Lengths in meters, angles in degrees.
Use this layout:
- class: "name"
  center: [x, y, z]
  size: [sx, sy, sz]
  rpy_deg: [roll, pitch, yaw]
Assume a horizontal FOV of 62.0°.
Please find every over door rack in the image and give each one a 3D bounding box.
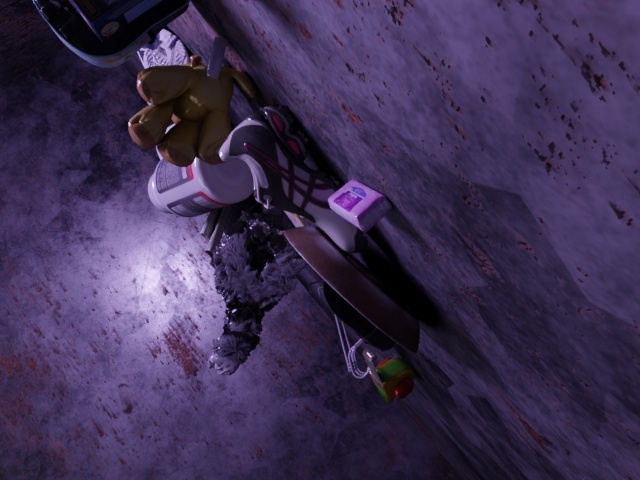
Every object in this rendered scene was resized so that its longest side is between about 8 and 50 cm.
- class: "over door rack"
  center: [0.088, 0.268, 1.689]
  size: [0.324, 0.108, 0.239]
  rpy_deg: [64, -178, 13]

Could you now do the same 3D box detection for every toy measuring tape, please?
- class: "toy measuring tape"
  center: [0.199, 0.360, 1.497]
  size: [0.121, 0.121, 0.330]
  rpy_deg: [45, 166, 39]

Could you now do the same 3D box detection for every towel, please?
- class: "towel"
  center: [-0.226, -0.027, 1.554]
  size: [0.056, 0.324, 0.312]
  rpy_deg: [2, 149, 21]

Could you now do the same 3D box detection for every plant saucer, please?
- class: "plant saucer"
  center: [0.066, 0.071, 0.937]
  size: [0.310, 0.050, 0.310]
  rpy_deg: [41, -176, -3]

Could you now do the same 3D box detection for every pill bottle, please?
- class: "pill bottle"
  center: [-0.308, -0.154, 1.337]
  size: [0.319, 0.176, 0.176]
  rpy_deg: [-11, 122, 48]

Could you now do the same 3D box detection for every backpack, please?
- class: "backpack"
  center: [-0.300, -0.345, 0.755]
  size: [0.166, 0.188, 0.144]
  rpy_deg: [48, 167, -21]

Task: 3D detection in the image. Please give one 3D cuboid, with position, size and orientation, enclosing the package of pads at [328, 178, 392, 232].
- class: "package of pads"
  center: [0.050, -0.046, 0.697]
  size: [0.032, 0.050, 0.083]
  rpy_deg: [57, 170, -34]

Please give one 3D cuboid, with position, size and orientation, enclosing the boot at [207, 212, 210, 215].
- class: "boot"
  center: [-0.281, -0.211, 1.579]
  size: [0.220, 0.109, 0.283]
  rpy_deg: [-58, -45, -59]

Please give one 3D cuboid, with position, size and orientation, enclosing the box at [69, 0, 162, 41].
- class: "box"
  center: [-0.252, -0.361, 0.585]
  size: [0.233, 0.159, 0.044]
  rpy_deg: [52, 172, 0]

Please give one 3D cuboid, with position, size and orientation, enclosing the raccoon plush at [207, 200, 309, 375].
- class: "raccoon plush"
  center: [-0.196, 0.083, 1.387]
  size: [0.216, 0.446, 0.299]
  rpy_deg: [33, -173, -11]

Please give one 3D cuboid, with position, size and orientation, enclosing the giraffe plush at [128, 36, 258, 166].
- class: "giraffe plush"
  center: [-0.218, -0.240, 0.892]
  size: [0.181, 0.210, 0.170]
  rpy_deg: [28, -170, -28]

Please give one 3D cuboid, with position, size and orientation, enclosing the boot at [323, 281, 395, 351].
- class: "boot"
  center: [0.096, 0.211, 1.455]
  size: [0.263, 0.091, 0.229]
  rpy_deg: [49, 171, 4]

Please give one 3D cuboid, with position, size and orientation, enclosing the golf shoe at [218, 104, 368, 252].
- class: "golf shoe"
  center: [-0.037, -0.074, 0.826]
  size: [0.273, 0.120, 0.105]
  rpy_deg: [51, 171, -10]

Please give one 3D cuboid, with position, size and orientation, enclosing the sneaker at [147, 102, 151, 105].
- class: "sneaker"
  center: [-0.368, -0.356, 1.335]
  size: [0.252, 0.111, 0.103]
  rpy_deg: [51, -160, 29]

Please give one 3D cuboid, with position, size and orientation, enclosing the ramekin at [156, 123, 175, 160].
- class: "ramekin"
  center: [-0.402, -0.287, 1.636]
  size: [0.109, 0.207, 0.207]
  rpy_deg: [60, 173, 6]

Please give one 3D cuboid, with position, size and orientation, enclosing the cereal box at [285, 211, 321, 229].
- class: "cereal box"
  center: [0.000, 0.000, 1.196]
  size: [0.240, 0.047, 0.173]
  rpy_deg: [54, 173, -26]

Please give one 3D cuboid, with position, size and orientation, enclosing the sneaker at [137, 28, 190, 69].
- class: "sneaker"
  center: [-0.341, -0.395, 1.192]
  size: [0.235, 0.094, 0.153]
  rpy_deg: [45, 175, 15]
